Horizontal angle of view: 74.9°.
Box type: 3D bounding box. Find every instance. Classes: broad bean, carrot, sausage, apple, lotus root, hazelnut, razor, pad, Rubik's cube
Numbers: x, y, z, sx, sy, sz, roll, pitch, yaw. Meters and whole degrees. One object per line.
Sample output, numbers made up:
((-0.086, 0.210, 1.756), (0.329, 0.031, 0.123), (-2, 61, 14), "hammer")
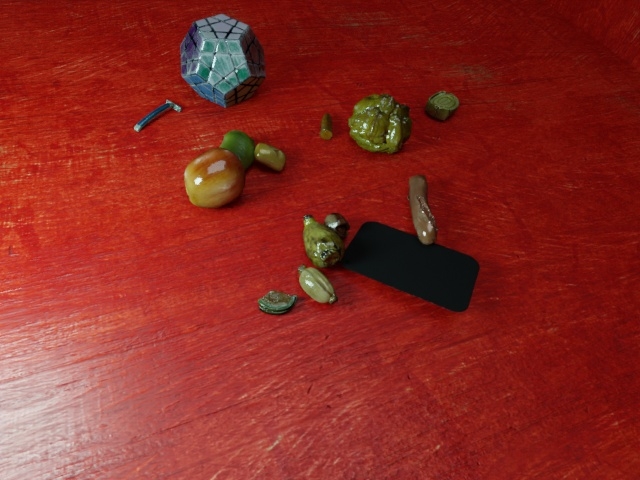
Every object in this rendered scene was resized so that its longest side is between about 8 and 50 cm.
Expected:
((-0.282, -0.296, 1.406), (0.125, 0.082, 0.174), (4, 62, -6), "broad bean")
((0.021, -0.440, 1.584), (0.048, 0.048, 0.139), (5, 50, -6), "carrot")
((0.324, -0.106, 1.343), (0.078, 0.078, 0.304), (8, 44, -3), "sausage")
((-0.322, -0.184, 1.254), (0.200, 0.199, 0.199), (5, 52, -6), "apple")
((0.000, 0.000, 1.209), (0.108, 0.094, 0.190), (-30, 48, -1), "lotus root")
((0.050, -0.044, 1.266), (0.087, 0.086, 0.086), (5, 52, -6), "hazelnut")
((-0.589, -0.449, 1.492), (0.068, 0.037, 0.191), (31, 54, 13), "razor")
((0.275, 0.064, 1.257), (0.376, 0.063, 0.315), (23, 46, 16), "pad")
((-0.013, 0.119, 1.134), (0.073, 0.062, 0.150), (-29, 62, -36), "lotus root")
((-0.359, -0.661, 1.549), (0.319, 0.319, 0.263), (26, 81, 11), "Rubik's cube")

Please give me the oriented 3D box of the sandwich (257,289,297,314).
((-0.115, 0.163, 1.106), (0.101, 0.026, 0.069), (9, 53, -2), "sandwich")

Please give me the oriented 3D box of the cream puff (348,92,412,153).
((0.224, -0.432, 1.540), (0.245, 0.196, 0.243), (1, 82, -7), "cream puff")

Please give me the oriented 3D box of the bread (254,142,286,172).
((-0.164, -0.285, 1.402), (0.115, 0.056, 0.082), (30, 48, -22), "bread")

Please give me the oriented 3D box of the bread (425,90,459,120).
((0.510, -0.565, 1.748), (0.117, 0.064, 0.156), (43, 57, 17), "bread")
